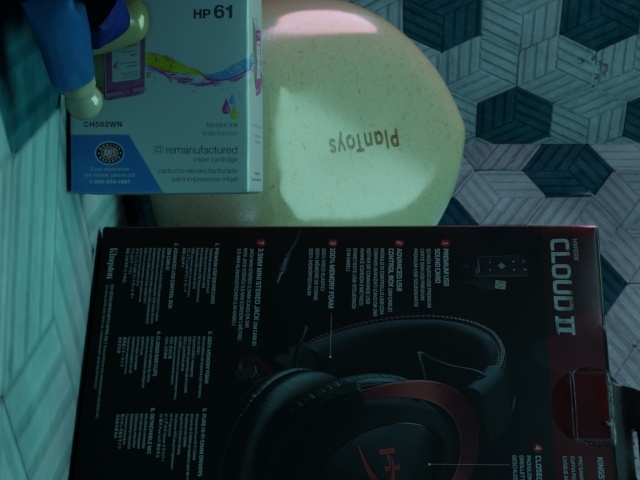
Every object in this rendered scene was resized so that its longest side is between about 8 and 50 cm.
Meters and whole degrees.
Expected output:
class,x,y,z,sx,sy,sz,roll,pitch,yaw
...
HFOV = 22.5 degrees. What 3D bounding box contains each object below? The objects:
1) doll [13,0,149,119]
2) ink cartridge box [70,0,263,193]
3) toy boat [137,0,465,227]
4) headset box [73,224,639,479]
class,x,y,z,sx,sy,sz,roll,pitch,yaw
doll,-0.102,-0.113,0.657,0.189,0.046,0.129,2,87,-88
ink cartridge box,-0.074,-0.083,0.778,0.052,0.089,0.122,-6,95,-84
toy boat,-0.028,-0.120,1.009,0.267,0.148,0.318,-2,86,-49
headset box,0.030,0.108,0.821,0.110,0.293,0.218,85,5,-57
